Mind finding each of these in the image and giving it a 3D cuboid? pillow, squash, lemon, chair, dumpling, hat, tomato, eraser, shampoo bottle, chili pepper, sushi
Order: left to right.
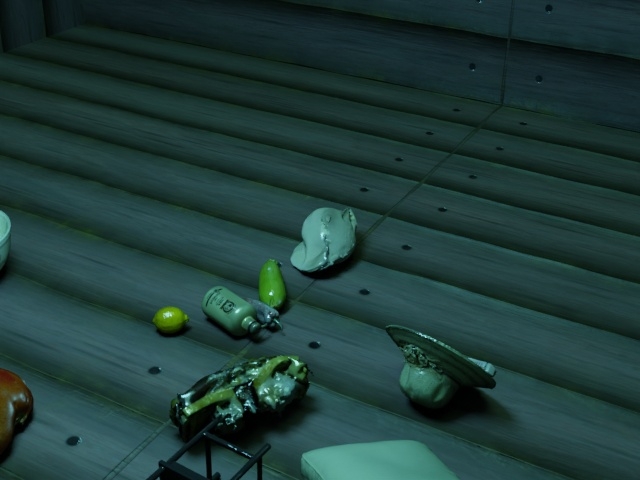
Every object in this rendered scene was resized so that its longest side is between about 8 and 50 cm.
[{"bbox_3d":[-0.668,0.312,1.684,0.200,0.140,0.233,-3,30,6],"label":"tomato"},{"bbox_3d":[-0.337,0.179,2.005,0.083,0.062,0.062,-6,30,-7],"label":"lemon"},{"bbox_3d":[-0.208,0.435,1.472,0.141,0.155,0.260,17,32,27],"label":"chair"},{"bbox_3d":[-0.194,0.167,2.010,0.079,0.079,0.162,-24,38,-36],"label":"shampoo bottle"},{"bbox_3d":[-0.152,0.313,1.737,0.290,0.139,0.131,-20,56,-31],"label":"sushi"},{"bbox_3d":[-0.139,0.165,2.042,0.153,0.050,0.041,23,12,41],"label":"chili pepper"},{"bbox_3d":[-0.116,0.103,2.142,0.066,0.066,0.201,-1,28,-3],"label":"squash"},{"bbox_3d":[0.000,0.000,2.290,0.172,0.142,0.247,-23,22,35],"label":"dumpling"},{"bbox_3d":[0.127,0.429,1.473,0.255,0.120,0.322,1,15,-22],"label":"pillow"},{"bbox_3d":[0.216,0.277,1.784,0.252,0.252,0.110,22,73,32],"label":"hat"},{"bbox_3d":[0.324,0.268,1.911,0.099,0.019,0.027,11,46,19],"label":"eraser"}]

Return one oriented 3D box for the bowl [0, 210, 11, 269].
[{"bbox_3d":[-0.883,0.034,2.159,0.276,0.145,0.277,-1,29,0],"label":"bowl"}]
